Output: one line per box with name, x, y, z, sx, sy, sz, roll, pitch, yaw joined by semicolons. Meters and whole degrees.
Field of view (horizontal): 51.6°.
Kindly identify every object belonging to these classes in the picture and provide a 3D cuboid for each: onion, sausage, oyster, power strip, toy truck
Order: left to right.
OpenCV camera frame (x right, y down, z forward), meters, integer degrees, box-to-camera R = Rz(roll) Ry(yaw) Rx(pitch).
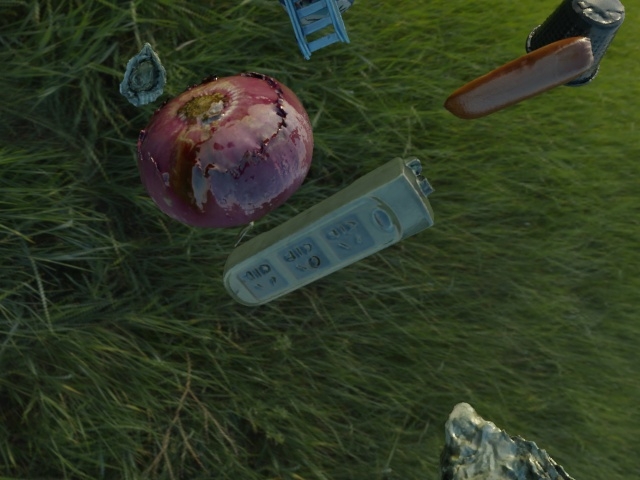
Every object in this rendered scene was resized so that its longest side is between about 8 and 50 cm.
oyster;-0.342;-0.314;1.269;0.100;0.037;0.098;-30;123;6
onion;-0.176;-0.176;1.362;0.345;0.358;0.359;32;74;-49
toy truck;-0.006;-0.158;0.417;0.073;0.056;0.090;55;24;-45
power strip;0.000;-0.001;0.768;0.080;0.285;0.048;54;22;-26
oyster;0.213;0.329;0.760;0.112;0.267;0.199;28;92;-37
sausage;0.390;-0.314;1.314;0.084;0.300;0.089;67;24;0

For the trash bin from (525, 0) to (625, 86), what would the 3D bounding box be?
trash bin;0.547;-0.440;1.396;0.175;0.161;0.176;4;66;-9
